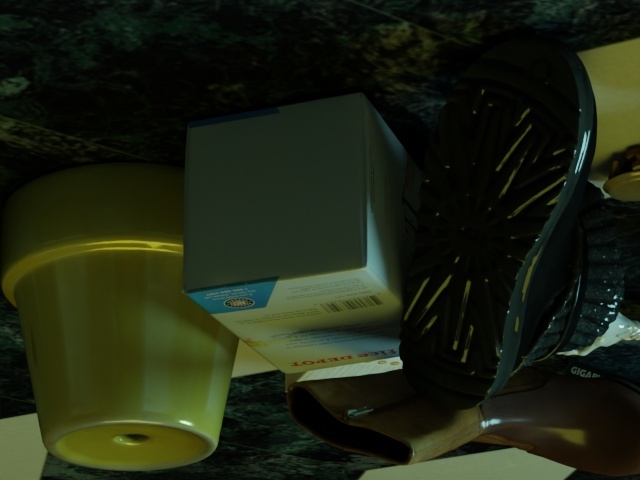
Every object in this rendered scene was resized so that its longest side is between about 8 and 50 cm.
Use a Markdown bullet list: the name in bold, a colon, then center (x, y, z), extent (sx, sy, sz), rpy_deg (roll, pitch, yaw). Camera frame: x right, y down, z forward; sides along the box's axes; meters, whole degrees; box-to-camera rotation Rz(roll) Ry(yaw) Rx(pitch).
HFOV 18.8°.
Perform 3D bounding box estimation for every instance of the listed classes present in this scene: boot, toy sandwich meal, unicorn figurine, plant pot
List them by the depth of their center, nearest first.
- **boot**: center (0.195, -0.032, 1.703), extent (0.131, 0.348, 0.260), rpy_deg (30, -151, 26)
- **boot**: center (0.150, 0.158, 1.723), extent (0.264, 0.096, 0.280), rpy_deg (25, -165, 32)
- **toy sandwich meal**: center (0.300, -0.062, 1.798), extent (0.085, 0.029, 0.085), rpy_deg (-4, 163, -1)
- **plant pot**: center (-0.180, 0.084, 1.840), extent (0.254, 0.239, 0.254), rpy_deg (-1, 158, -1)
- **unicorn figurine**: center (0.300, 0.085, 2.099), extent (0.111, 0.060, 0.162), rpy_deg (-10, 156, 20)

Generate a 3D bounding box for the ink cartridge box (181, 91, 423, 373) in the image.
- **ink cartridge box**: center (0.000, 0.000, 1.740), extent (0.171, 0.168, 0.232), rpy_deg (-9, 156, 18)

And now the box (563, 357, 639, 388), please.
- **box**: center (0.414, 0.215, 2.328), extent (0.175, 0.051, 0.220), rpy_deg (18, 174, 41)

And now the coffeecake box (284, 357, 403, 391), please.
- **coffeecake box**: center (0.069, 0.126, 2.169), extent (0.185, 0.068, 0.142), rpy_deg (6, 155, -18)
